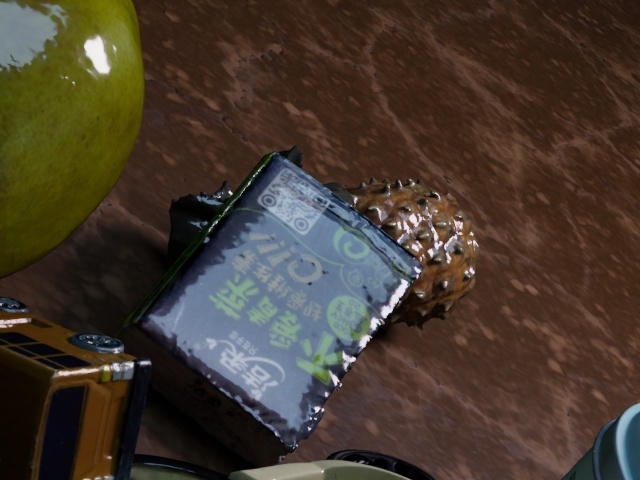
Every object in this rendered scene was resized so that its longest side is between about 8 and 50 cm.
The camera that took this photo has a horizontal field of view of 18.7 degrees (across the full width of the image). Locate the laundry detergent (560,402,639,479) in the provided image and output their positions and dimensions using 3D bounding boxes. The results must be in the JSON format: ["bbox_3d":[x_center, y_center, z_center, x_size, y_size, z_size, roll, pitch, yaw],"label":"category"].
[{"bbox_3d":[0.266,0.291,1.453,0.287,0.305,0.287,31,27,-17],"label":"laundry detergent"}]

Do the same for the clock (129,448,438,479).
[{"bbox_3d":[-0.005,0.234,1.349,0.379,0.120,0.276,0,23,-41],"label":"clock"}]

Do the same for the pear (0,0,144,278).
[{"bbox_3d":[-0.258,-0.095,1.349,0.269,0.269,0.321,39,38,2],"label":"pear"}]

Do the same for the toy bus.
[{"bbox_3d":[-0.222,0.097,1.291,0.201,0.098,0.114,19,13,35],"label":"toy bus"}]

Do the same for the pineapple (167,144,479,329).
[{"bbox_3d":[0.000,0.000,1.787,0.310,0.141,0.170,3,71,-40],"label":"pineapple"}]

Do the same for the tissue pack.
[{"bbox_3d":[-0.041,0.054,1.606,0.173,0.073,0.235,37,54,0],"label":"tissue pack"}]
